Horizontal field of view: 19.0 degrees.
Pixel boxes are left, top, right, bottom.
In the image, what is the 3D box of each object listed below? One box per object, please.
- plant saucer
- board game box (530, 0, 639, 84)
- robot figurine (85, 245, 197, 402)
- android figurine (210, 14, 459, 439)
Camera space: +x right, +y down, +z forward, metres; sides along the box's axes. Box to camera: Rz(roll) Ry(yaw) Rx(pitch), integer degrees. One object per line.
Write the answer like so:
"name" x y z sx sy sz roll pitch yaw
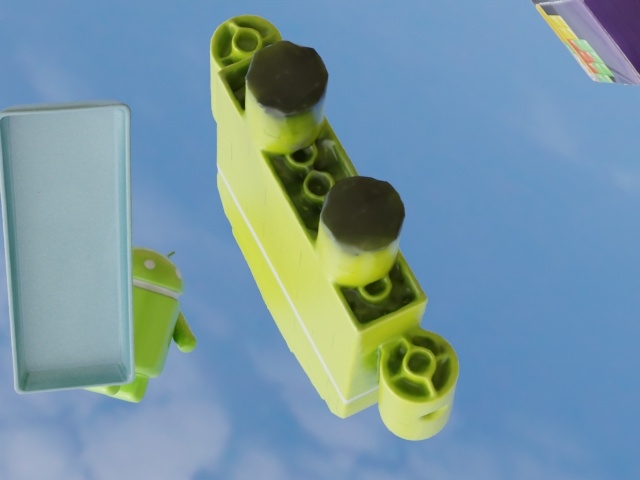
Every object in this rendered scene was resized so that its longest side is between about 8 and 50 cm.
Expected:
"plant saucer" -0.133 0.004 1.007 0.067 0.192 0.018 -5 -141 -10
"board game box" 0.104 -0.162 0.664 0.170 0.141 0.048 49 172 -15
"robot figurine" -0.137 0.056 1.373 0.101 0.115 0.067 22 170 -42
"android figurine" 0.000 0.000 1.068 0.056 0.273 0.248 -26 -110 -10
